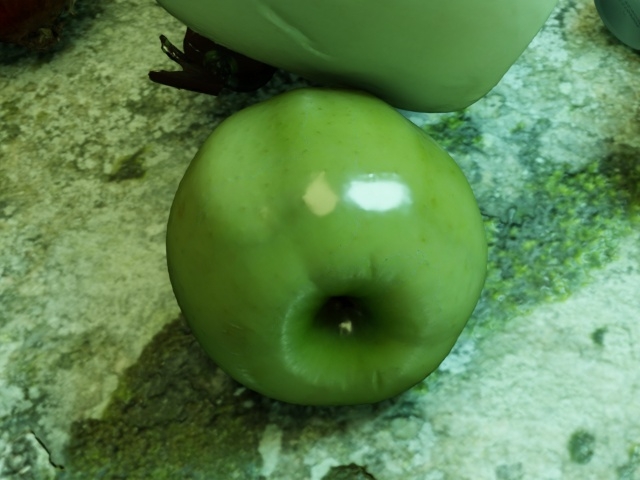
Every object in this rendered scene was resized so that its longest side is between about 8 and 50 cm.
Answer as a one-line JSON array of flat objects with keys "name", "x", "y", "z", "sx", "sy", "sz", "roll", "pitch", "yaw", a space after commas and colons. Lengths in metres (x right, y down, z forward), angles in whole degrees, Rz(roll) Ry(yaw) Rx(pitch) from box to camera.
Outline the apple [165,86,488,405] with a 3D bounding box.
[{"name": "apple", "x": 0.000, "y": 0.000, "z": 1.050, "sx": 0.279, "sy": 0.279, "sz": 0.279, "roll": -4, "pitch": 50, "yaw": 4}]

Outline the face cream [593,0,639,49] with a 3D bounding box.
[{"name": "face cream", "x": 0.349, "y": -0.262, "z": 1.288, "sx": 0.104, "sy": 0.117, "sz": 0.117, "roll": -37, "pitch": 55, "yaw": -13}]

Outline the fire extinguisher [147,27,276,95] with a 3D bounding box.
[{"name": "fire extinguisher", "x": -0.087, "y": -0.276, "z": 1.355, "sx": 0.141, "sy": 0.105, "sz": 0.341, "roll": 22, "pitch": 52, "yaw": -4}]

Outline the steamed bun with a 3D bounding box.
[{"name": "steamed bun", "x": 0.019, "y": -0.280, "z": 1.106, "sx": 0.371, "sy": 0.290, "sz": 0.456, "roll": 13, "pitch": 6, "yaw": -10}]

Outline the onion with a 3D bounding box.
[{"name": "onion", "x": -0.343, "y": -0.284, "z": 1.380, "sx": 0.230, "sy": 0.163, "sz": 0.230, "roll": -22, "pitch": 21, "yaw": 9}]
